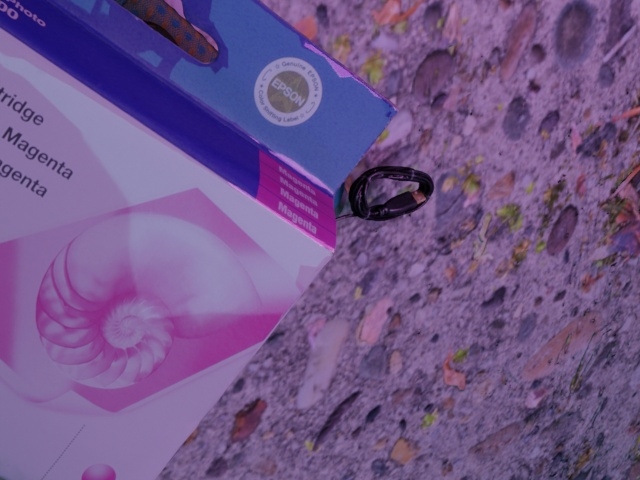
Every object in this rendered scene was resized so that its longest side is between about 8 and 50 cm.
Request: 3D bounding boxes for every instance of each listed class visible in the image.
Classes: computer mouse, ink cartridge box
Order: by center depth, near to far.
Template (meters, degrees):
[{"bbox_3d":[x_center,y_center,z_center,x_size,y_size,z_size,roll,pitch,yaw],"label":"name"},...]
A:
[{"bbox_3d":[-0.162,-0.028,0.644,0.324,0.071,0.330,33,101,-23],"label":"ink cartridge box"},{"bbox_3d":[0.000,0.000,0.878,0.242,0.041,0.071,-27,129,-25],"label":"computer mouse"}]

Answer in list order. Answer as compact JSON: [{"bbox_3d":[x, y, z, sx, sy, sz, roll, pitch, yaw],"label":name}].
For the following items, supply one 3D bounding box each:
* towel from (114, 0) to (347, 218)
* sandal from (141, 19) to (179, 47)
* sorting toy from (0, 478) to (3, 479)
[{"bbox_3d":[-0.154,-0.029,0.792,0.271,0.040,0.370,-52,136,-2],"label":"towel"},{"bbox_3d":[-0.161,-0.044,0.705,0.219,0.060,0.090,-46,135,-11],"label":"sandal"},{"bbox_3d":[-0.269,0.141,0.784,0.208,0.038,0.193,-46,136,7],"label":"sorting toy"}]
